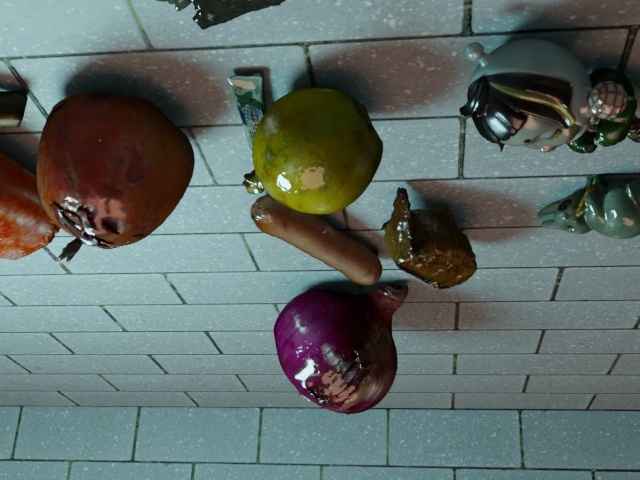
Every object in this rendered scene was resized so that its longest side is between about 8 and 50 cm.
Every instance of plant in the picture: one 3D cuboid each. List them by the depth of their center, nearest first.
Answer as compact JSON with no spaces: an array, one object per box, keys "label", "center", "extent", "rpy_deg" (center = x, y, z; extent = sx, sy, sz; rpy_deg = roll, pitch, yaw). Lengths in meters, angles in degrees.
[{"label":"plant","center":[-0.139,-0.355,1.113],"extent":[0.194,0.129,0.132],"rpy_deg":[-2,154,3]}]

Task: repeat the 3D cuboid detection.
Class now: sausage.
[{"label":"sausage","center":[0.000,0.000,1.892],"extent":[0.094,0.094,0.419],"rpy_deg":[-43,136,17]}]

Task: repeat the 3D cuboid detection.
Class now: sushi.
[{"label":"sushi","center":[0.226,0.006,1.829],"extent":[0.296,0.179,0.167],"rpy_deg":[21,132,-39]}]

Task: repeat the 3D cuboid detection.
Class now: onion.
[{"label":"onion","center":[0.078,0.242,2.205],"extent":[0.385,0.348,0.347],"rpy_deg":[-46,140,7]}]

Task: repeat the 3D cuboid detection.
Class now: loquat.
[{"label":"loquat","center":[-0.023,-0.140,1.440],"extent":[0.246,0.213,0.213],"rpy_deg":[-27,147,12]}]

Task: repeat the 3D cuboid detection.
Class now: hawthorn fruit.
[{"label":"hawthorn fruit","center":[-0.373,-0.095,1.493],"extent":[0.276,0.308,0.276],"rpy_deg":[15,161,5]}]

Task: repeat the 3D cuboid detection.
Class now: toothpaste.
[{"label":"toothpaste","center":[-0.117,-0.216,1.510],"extent":[0.060,0.038,0.233],"rpy_deg":[-1,152,3]}]

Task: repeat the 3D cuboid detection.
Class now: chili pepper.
[{"label":"chili pepper","center":[-0.667,-0.063,1.671],"extent":[0.251,0.229,0.305],"rpy_deg":[-25,146,16]}]

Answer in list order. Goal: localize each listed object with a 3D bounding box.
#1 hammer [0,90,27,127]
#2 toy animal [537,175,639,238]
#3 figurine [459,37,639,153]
[{"label":"hammer","center":[-0.697,-0.207,1.425],"extent":[0.408,0.243,0.095],"rpy_deg":[-4,155,-21]},{"label":"toy animal","center":[0.533,-0.049,1.702],"extent":[0.236,0.138,0.108],"rpy_deg":[-22,179,35]},{"label":"figurine","center":[0.380,-0.214,1.333],"extent":[0.369,0.167,0.281],"rpy_deg":[5,174,-24]}]
